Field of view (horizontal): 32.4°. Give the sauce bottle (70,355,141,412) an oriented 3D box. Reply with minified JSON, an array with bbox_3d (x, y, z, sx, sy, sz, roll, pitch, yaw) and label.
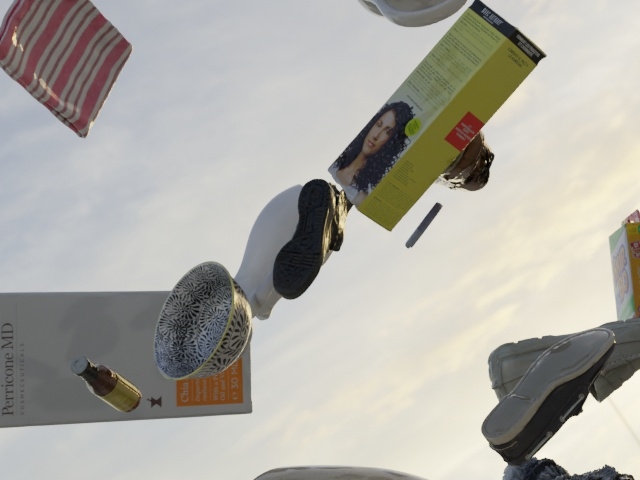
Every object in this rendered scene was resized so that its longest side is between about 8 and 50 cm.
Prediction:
[{"bbox_3d":[-0.284,0.188,1.456,0.042,0.042,0.128,-32,-39,4],"label":"sauce bottle"}]

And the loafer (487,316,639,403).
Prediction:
[{"bbox_3d":[0.409,0.183,1.622,0.319,0.111,0.112,-14,-14,10],"label":"loafer"}]

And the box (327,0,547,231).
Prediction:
[{"bbox_3d":[0.112,-0.124,1.096,0.058,0.087,0.232,33,-77,-38],"label":"box"}]

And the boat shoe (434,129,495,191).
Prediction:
[{"bbox_3d":[0.220,-0.133,1.698,0.307,0.104,0.111,-135,68,-85],"label":"boat shoe"}]

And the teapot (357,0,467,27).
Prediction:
[{"bbox_3d":[0.146,-0.400,1.412,0.187,0.256,0.252,4,10,29],"label":"teapot"}]

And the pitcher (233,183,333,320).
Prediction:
[{"bbox_3d":[-0.056,0.024,1.640,0.207,0.125,0.178,-54,10,0],"label":"pitcher"}]

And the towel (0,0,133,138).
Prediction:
[{"bbox_3d":[-0.307,-0.230,1.337,0.197,0.029,0.144,48,-119,-54],"label":"towel"}]

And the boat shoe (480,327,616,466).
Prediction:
[{"bbox_3d":[0.279,0.185,1.308,0.206,0.065,0.075,-39,22,-17],"label":"boat shoe"}]

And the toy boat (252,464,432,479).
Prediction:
[{"bbox_3d":[0.060,0.353,1.144,0.267,0.148,0.318,-2,-39,21],"label":"toy boat"}]

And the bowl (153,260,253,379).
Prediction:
[{"bbox_3d":[-0.145,0.120,1.496,0.080,0.170,0.170,29,-60,-37],"label":"bowl"}]

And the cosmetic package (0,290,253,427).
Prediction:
[{"bbox_3d":[-0.357,0.202,1.947,0.453,0.230,0.161,-1,-4,-22],"label":"cosmetic package"}]

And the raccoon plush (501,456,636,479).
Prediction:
[{"bbox_3d":[0.382,0.542,1.944,0.299,0.216,0.446,-17,1,-25],"label":"raccoon plush"}]

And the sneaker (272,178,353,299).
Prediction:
[{"bbox_3d":[-0.003,0.000,1.222,0.051,0.170,0.089,8,-23,20],"label":"sneaker"}]

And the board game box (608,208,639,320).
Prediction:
[{"bbox_3d":[0.521,0.085,1.845,0.039,0.259,0.124,-1,-11,1],"label":"board game box"}]

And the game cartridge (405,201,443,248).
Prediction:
[{"bbox_3d":[0.169,-0.027,1.790,0.083,0.017,0.056,-50,-1,-42],"label":"game cartridge"}]
